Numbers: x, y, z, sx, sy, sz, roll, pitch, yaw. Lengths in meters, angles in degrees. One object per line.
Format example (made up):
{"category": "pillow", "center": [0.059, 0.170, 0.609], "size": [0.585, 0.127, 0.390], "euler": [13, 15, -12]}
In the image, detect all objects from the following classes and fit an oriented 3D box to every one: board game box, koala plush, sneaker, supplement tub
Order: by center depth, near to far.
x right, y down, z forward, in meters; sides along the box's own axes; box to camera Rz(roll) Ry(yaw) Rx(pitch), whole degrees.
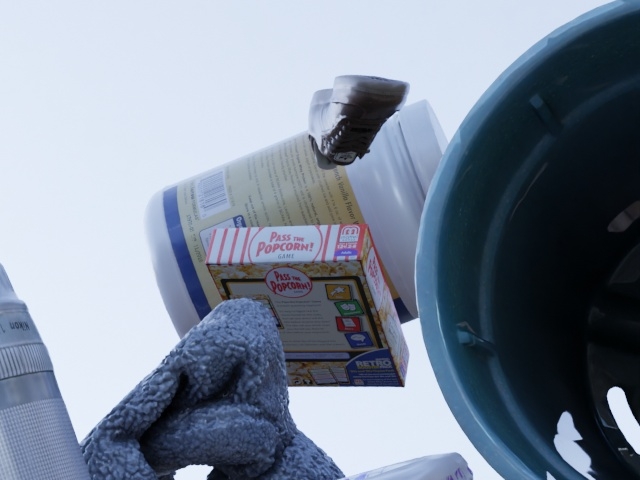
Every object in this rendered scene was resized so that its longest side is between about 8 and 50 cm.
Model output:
{"category": "koala plush", "center": [-0.055, 0.182, 1.463], "size": [0.203, 0.221, 0.196], "euler": [-46, -2, -2]}
{"category": "sneaker", "center": [0.034, -0.101, 1.608], "size": [0.066, 0.071, 0.188], "euler": [5, -3, -11]}
{"category": "board game box", "center": [-0.009, 0.064, 1.698], "size": [0.146, 0.045, 0.193], "euler": [-1, -40, 16]}
{"category": "supplement tub", "center": [0.000, 0.000, 1.910], "size": [0.316, 0.228, 0.228], "euler": [-22, -40, 8]}

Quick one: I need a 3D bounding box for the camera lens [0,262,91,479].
{"category": "camera lens", "center": [-0.268, 0.174, 1.255], "size": [0.219, 0.274, 0.219], "euler": [-19, -6, -2]}

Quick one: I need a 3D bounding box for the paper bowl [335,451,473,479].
{"category": "paper bowl", "center": [-0.057, 0.191, 0.746], "size": [0.284, 0.148, 0.284], "euler": [-16, -8, -2]}

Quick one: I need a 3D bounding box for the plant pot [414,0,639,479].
{"category": "plant pot", "center": [0.267, 0.047, 1.209], "size": [0.341, 0.341, 0.334], "euler": [-21, -18, 12]}
